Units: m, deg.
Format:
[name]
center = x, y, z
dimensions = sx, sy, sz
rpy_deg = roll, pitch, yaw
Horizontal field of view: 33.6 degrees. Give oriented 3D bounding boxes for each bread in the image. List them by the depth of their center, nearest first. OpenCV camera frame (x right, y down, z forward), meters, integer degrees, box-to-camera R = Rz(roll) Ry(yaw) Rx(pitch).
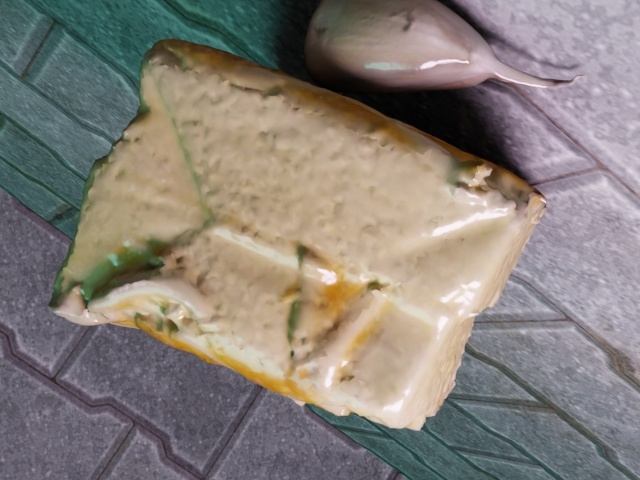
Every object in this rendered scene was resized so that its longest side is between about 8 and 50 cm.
[bread]
center = 0.000, 0.000, 1.047
dimensions = 0.390, 0.279, 0.371
rpy_deg = 20, -175, 11

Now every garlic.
[garlic]
center = 0.085, -0.167, 0.936
dimensions = 0.267, 0.148, 0.128
rpy_deg = 22, 124, 46
